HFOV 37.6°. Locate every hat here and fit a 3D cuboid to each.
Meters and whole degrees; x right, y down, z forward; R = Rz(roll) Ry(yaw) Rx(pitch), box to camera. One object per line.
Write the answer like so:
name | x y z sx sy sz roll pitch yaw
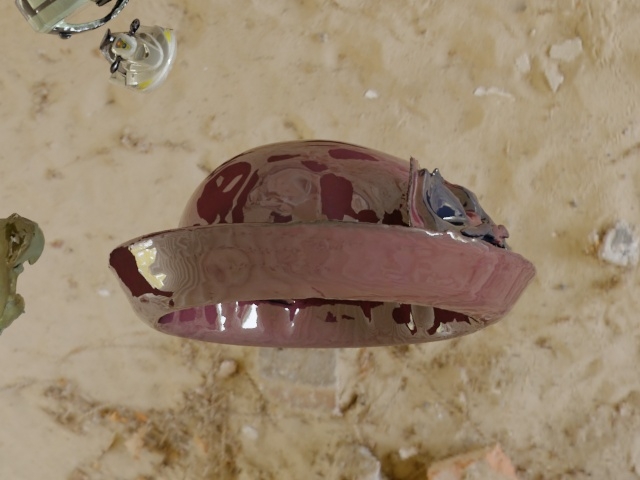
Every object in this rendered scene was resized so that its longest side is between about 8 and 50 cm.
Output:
hat | 0.000 0.000 0.455 0.206 0.205 0.089 -3 76 18

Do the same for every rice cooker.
rice cooker | -0.412 -0.454 1.503 0.226 0.226 0.244 -28 106 28

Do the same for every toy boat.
toy boat | -0.347 -0.351 1.763 0.141 0.269 0.140 -2 99 -15

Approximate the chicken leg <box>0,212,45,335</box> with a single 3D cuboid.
chicken leg | -0.329 0.147 0.552 0.201 0.429 0.153 26 172 -42
